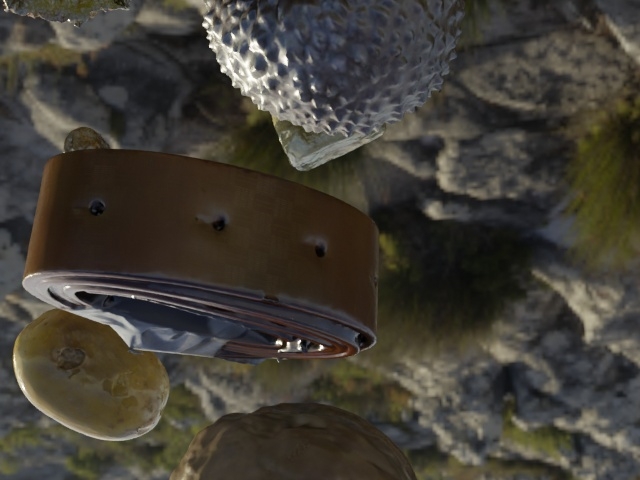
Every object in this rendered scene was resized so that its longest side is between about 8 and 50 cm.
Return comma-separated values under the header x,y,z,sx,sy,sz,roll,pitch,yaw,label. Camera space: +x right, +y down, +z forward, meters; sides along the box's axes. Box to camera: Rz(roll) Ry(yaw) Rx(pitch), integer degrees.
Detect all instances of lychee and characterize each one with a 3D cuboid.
x,y,z,sx,sy,sz,roll,pitch,yaw,label
0.016,-0.245,1.186,0.300,0.299,0.300,-1,163,0,lychee

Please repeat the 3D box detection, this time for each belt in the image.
x,y,z,sx,sy,sz,roll,pitch,yaw,label
-0.079,0.019,0.778,0.261,0.105,0.184,17,158,-39,belt

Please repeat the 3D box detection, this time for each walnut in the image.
x,y,z,sx,sy,sz,roll,pitch,yaw,label
-0.016,0.279,1.082,0.273,0.273,0.227,-18,-162,43,walnut

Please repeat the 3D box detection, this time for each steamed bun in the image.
x,y,z,sx,sy,sz,roll,pitch,yaw,label
-0.003,-0.189,1.478,0.141,0.155,0.172,-25,177,8,steamed bun

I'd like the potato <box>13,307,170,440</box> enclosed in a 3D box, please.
x,y,z,sx,sy,sz,roll,pitch,yaw,label
-0.331,0.197,1.573,0.234,0.150,0.146,31,133,-3,potato

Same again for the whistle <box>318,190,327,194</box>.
x,y,z,sx,sy,sz,roll,pitch,yaw,label
0.000,0.000,2.008,0.126,0.258,0.067,-10,128,4,whistle

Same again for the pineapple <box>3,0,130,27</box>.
x,y,z,sx,sy,sz,roll,pitch,yaw,label
-0.255,-0.304,1.103,0.221,0.047,0.221,-20,141,-17,pineapple

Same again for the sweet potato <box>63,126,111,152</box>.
x,y,z,sx,sy,sz,roll,pitch,yaw,label
-0.282,-0.031,1.496,0.109,0.109,0.385,-4,150,10,sweet potato
